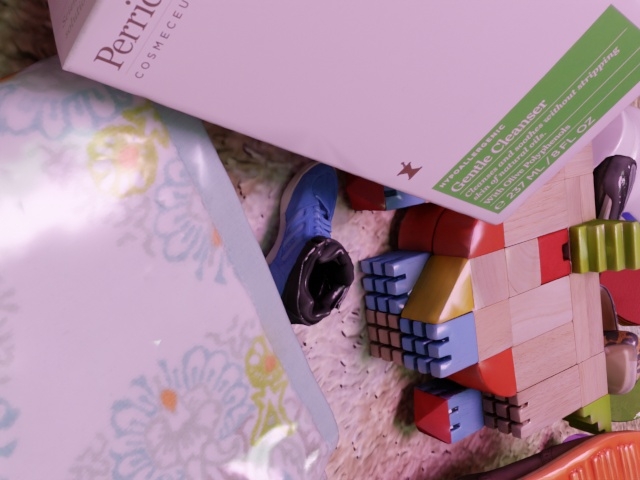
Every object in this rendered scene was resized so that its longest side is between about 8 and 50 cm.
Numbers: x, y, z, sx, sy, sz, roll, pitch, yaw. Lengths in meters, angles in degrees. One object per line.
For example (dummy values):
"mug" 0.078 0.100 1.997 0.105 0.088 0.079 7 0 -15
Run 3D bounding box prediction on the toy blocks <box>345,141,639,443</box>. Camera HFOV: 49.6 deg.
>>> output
"toy blocks" 0.158 0.047 0.688 0.260 0.190 0.382 -14 101 -33

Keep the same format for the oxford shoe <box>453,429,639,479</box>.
"oxford shoe" 0.222 0.263 0.709 0.363 0.132 0.130 -6 89 -27

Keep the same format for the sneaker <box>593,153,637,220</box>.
"sneaker" 0.279 -0.036 0.810 0.086 0.132 0.229 -60 158 -19

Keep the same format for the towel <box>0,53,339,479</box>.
"towel" -0.149 0.108 0.408 0.320 0.090 0.375 -43 120 -38

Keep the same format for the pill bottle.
"pill bottle" 0.397 -0.089 0.925 0.272 0.152 0.153 26 72 -43

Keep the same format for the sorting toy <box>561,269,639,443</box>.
"sorting toy" 0.424 0.197 1.021 0.366 0.127 0.126 -60 159 -23

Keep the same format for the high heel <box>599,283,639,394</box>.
"high heel" 0.348 0.098 0.858 0.186 0.093 0.261 -61 169 -21

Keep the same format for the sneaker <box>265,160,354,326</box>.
"sneaker" 0.001 0.001 0.563 0.058 0.084 0.152 44 61 -37

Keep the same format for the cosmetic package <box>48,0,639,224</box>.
"cosmetic package" 0.040 -0.159 0.439 0.365 0.197 0.155 12 41 -40
